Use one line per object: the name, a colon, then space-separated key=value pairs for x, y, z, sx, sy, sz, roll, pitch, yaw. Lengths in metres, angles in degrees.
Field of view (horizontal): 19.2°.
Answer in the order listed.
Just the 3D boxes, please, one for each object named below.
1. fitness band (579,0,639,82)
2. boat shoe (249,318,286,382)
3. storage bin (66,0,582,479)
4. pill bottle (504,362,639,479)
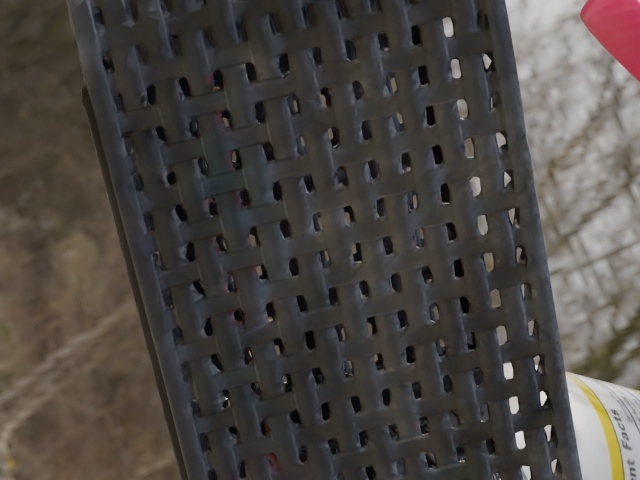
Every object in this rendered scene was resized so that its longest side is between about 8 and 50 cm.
fitness band: x=0.316 y=-0.095 z=1.391 sx=0.291 sy=0.054 sz=0.209 roll=41 pitch=17 yaw=10
boat shoe: x=-0.058 y=0.210 z=1.567 sx=0.104 sy=0.089 sz=0.285 roll=22 pitch=66 yaw=-58
storage bin: x=0.000 y=0.000 z=0.435 sx=0.122 sy=0.084 sz=0.180 roll=-108 pitch=-176 yaw=-67
pill bottle: x=0.170 y=0.184 z=1.218 sx=0.188 sy=0.334 sz=0.188 roll=-30 pitch=-128 yaw=49
